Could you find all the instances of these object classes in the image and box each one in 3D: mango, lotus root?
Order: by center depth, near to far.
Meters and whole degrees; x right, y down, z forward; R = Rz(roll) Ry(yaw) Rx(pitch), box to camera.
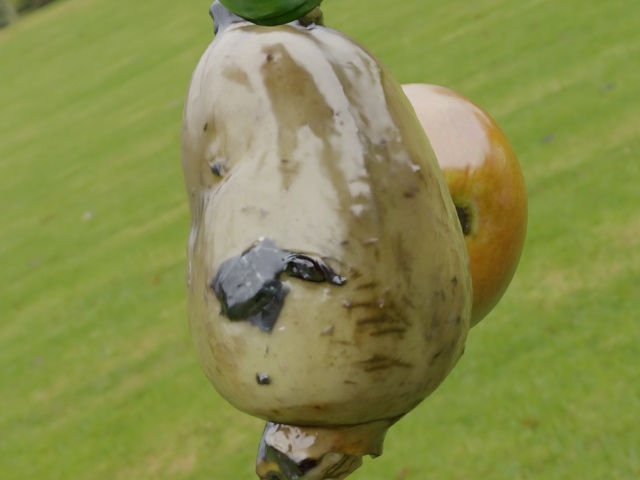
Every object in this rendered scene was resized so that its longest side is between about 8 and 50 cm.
[{"bbox_3d":[0.000,0.000,0.852,0.140,0.256,0.154,-9,3,22],"label":"lotus root"},{"bbox_3d":[0.077,-0.015,1.495,0.173,0.211,0.317,-17,-10,-10],"label":"mango"}]

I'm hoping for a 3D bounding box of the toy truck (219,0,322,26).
[{"bbox_3d":[0.002,-0.213,0.715,0.187,0.148,0.210,-3,58,31],"label":"toy truck"}]
